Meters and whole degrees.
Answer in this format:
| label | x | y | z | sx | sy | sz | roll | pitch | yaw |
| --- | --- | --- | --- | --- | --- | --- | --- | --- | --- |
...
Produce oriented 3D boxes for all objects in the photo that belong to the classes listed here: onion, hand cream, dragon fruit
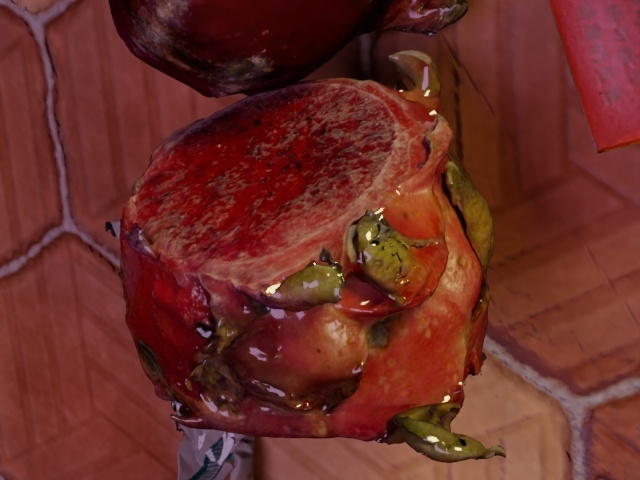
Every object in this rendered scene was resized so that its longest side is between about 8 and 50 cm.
| label | x | y | z | sx | sy | sz | roll | pitch | yaw |
| --- | --- | --- | --- | --- | --- | --- | --- | --- | --- |
| onion | -0.023 | -0.143 | 0.757 | 0.198 | 0.173 | 0.135 | 26 | 147 | -17 |
| hand cream | -0.084 | 0.103 | 0.949 | 0.084 | 0.050 | 0.257 | -3 | 101 | 33 |
| dragon fruit | 0.000 | 0.000 | 0.741 | 0.282 | 0.211 | 0.147 | 36 | 142 | 54 |

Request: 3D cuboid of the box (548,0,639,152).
| label | x | y | z | sx | sy | sz | roll | pitch | yaw |
| --- | --- | --- | --- | --- | --- | --- | --- | --- | --- |
| box | 0.199 | -0.116 | 0.663 | 0.175 | 0.048 | 0.112 | -12 | 100 | 38 |
